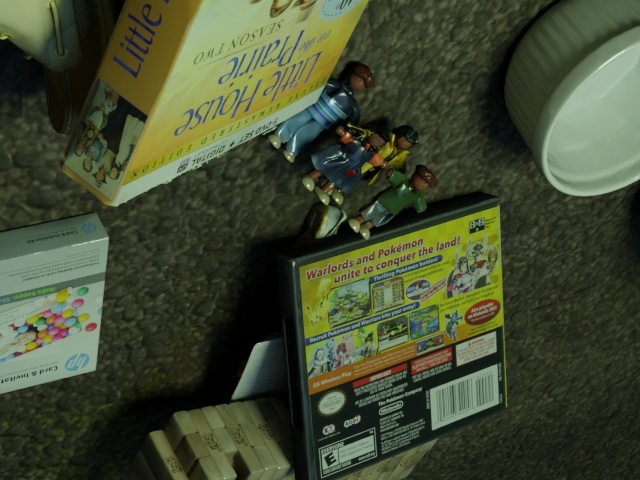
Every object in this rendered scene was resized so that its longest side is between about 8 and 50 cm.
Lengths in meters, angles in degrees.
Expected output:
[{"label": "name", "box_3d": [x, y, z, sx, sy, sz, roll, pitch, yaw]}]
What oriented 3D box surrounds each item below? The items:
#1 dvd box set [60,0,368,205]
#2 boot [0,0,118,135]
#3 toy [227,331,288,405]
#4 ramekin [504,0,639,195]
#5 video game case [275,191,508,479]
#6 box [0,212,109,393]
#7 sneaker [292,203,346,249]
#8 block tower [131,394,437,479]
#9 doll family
[{"label": "dvd box set", "box_3d": [-0.016, -0.240, 1.137, 0.307, 0.062, 0.420, -33, 156, -54]}, {"label": "boot", "box_3d": [-0.253, -0.167, 1.127, 0.203, 0.095, 0.262, -17, 139, -21]}, {"label": "toy", "box_3d": [-0.050, 0.149, 1.679, 0.137, 0.056, 0.237, -14, 145, -29]}, {"label": "ramekin", "box_3d": [0.279, -0.154, 1.527, 0.207, 0.109, 0.207, -20, 141, -17]}, {"label": "video game case", "box_3d": [0.081, 0.100, 1.609, 0.275, 0.035, 0.248, -17, 112, -33]}, {"label": "box", "box_3d": [-0.275, 0.065, 1.430, 0.145, 0.038, 0.186, -12, 140, -25]}, {"label": "sneaker", "box_3d": [0.000, 0.000, 1.562, 0.037, 0.032, 0.083, 1, 133, -37]}, {"label": "block tower", "box_3d": [-0.026, 0.223, 1.660, 0.335, 0.097, 0.091, -8, 142, -37]}, {"label": "doll family", "box_3d": [0.038, -0.087, 1.457, 0.111, 0.076, 0.193, -37, 141, 13]}]
